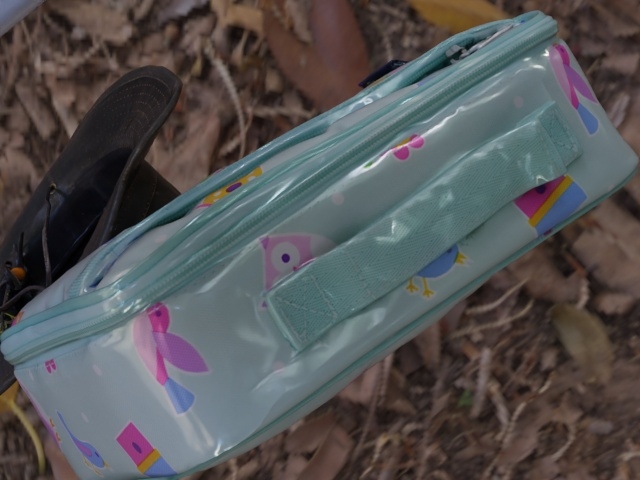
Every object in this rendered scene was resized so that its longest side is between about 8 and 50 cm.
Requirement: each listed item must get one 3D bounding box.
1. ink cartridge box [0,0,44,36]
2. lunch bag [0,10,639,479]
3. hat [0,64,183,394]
[{"bbox_3d":[-0.079,-0.114,0.453,0.311,0.186,0.065,-43,107,-7],"label":"ink cartridge box"},{"bbox_3d":[0.000,0.000,0.705,0.279,0.224,0.108,-35,93,-25],"label":"lunch bag"},{"bbox_3d":[-0.173,0.026,1.247,0.134,0.331,0.331,33,70,-20],"label":"hat"}]
